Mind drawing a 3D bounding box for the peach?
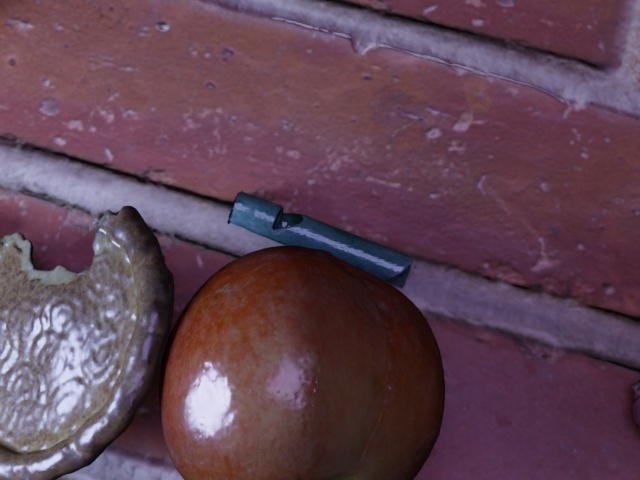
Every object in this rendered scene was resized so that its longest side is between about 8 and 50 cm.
[{"bbox_3d":[-0.018,0.124,1.110,0.252,0.252,0.253,0,76,0],"label":"peach"}]

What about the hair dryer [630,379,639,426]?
[{"bbox_3d":[0.400,0.271,1.145,0.210,0.125,0.352,-41,69,-8],"label":"hair dryer"}]

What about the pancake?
[{"bbox_3d":[-0.252,0.085,1.144,0.288,0.033,0.286,40,100,38],"label":"pancake"}]

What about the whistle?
[{"bbox_3d":[0.000,0.000,1.240,0.186,0.039,0.039,22,77,6],"label":"whistle"}]
